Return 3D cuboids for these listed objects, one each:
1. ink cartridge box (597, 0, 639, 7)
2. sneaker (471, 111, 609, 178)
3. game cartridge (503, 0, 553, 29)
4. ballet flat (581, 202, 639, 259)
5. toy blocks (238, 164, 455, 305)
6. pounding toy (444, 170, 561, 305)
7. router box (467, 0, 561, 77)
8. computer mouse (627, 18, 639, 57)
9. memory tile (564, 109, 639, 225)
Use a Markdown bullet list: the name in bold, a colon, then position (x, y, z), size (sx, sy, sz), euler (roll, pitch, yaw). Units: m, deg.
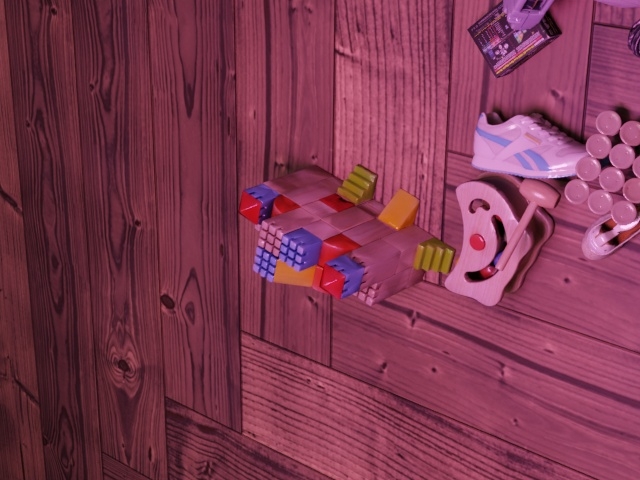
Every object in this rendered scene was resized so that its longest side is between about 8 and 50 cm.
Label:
- **ink cartridge box**: position (0.489, -0.420, 1.515), size (0.306, 0.131, 0.226), euler (4, 93, 42)
- **sneaker**: position (0.333, -0.146, 1.835), size (0.229, 0.087, 0.092), euler (10, 105, 37)
- **game cartridge**: position (0.307, -0.438, 1.637), size (0.294, 0.060, 0.196), euler (113, 155, -74)
- **ballet flat**: position (0.443, -0.018, 1.801), size (0.057, 0.052, 0.168), euler (57, 135, 11)
- **toy blocks**: position (0.000, 0.000, 2.081), size (0.381, 0.261, 0.190), euler (33, 126, 31)
- **pounding toy**: position (0.262, -0.012, 1.901), size (0.154, 0.155, 0.269), euler (40, 130, 21)
- **router box**: position (0.296, -0.319, 1.835), size (0.122, 0.038, 0.092), euler (-35, 80, 45)
- **computer mouse**: position (0.552, -0.229, 1.612), size (0.188, 0.072, 0.272), euler (-45, 63, 42)
- **memory tile**: position (0.431, -0.105, 1.743), size (0.113, 0.012, 0.148), euler (25, 92, 13)
